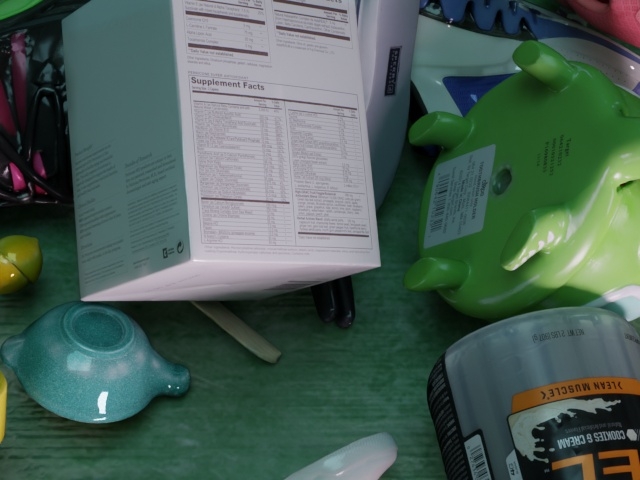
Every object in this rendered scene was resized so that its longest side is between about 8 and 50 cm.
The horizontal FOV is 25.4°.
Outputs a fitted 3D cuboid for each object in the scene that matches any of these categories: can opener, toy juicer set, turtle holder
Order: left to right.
[{"bbox_3d":[-0.227,0.083,1.312,0.329,0.089,0.209,-9,48,-34],"label":"toy juicer set"},{"bbox_3d":[0.000,0.000,1.381,0.059,0.073,0.186,6,55,-43],"label":"can opener"},{"bbox_3d":[0.241,-0.045,1.264,0.227,0.320,0.243,23,37,-29],"label":"turtle holder"}]

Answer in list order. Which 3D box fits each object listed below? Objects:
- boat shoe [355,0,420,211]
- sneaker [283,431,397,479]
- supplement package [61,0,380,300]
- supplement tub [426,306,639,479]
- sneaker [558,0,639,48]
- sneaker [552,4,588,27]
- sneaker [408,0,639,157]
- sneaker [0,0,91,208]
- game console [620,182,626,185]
[{"bbox_3d":[0.031,-0.139,1.343,0.084,0.095,0.258,18,101,35],"label":"boat shoe"},{"bbox_3d":[-0.011,0.250,1.228,0.212,0.080,0.094,-32,77,-10],"label":"sneaker"},{"bbox_3d":[-0.091,-0.090,1.257,0.198,0.199,0.262,2,78,-37],"label":"supplement package"},{"bbox_3d":[0.211,0.230,1.164,0.194,0.193,0.316,-10,61,-6],"label":"supplement tub"},{"bbox_3d":[0.278,-0.265,1.369,0.136,0.116,0.314,23,15,-25],"label":"sneaker"},{"bbox_3d":[0.253,-0.242,1.521,0.069,0.038,0.098,7,60,2],"label":"sneaker"},{"bbox_3d":[0.179,-0.152,1.425,0.315,0.182,0.127,19,15,-19],"label":"sneaker"},{"bbox_3d":[-0.287,-0.113,1.362,0.483,0.185,0.202,-40,64,-19],"label":"sneaker"},{"bbox_3d":[0.355,-0.013,1.407,0.124,0.085,0.144,-28,59,20],"label":"game console"}]
